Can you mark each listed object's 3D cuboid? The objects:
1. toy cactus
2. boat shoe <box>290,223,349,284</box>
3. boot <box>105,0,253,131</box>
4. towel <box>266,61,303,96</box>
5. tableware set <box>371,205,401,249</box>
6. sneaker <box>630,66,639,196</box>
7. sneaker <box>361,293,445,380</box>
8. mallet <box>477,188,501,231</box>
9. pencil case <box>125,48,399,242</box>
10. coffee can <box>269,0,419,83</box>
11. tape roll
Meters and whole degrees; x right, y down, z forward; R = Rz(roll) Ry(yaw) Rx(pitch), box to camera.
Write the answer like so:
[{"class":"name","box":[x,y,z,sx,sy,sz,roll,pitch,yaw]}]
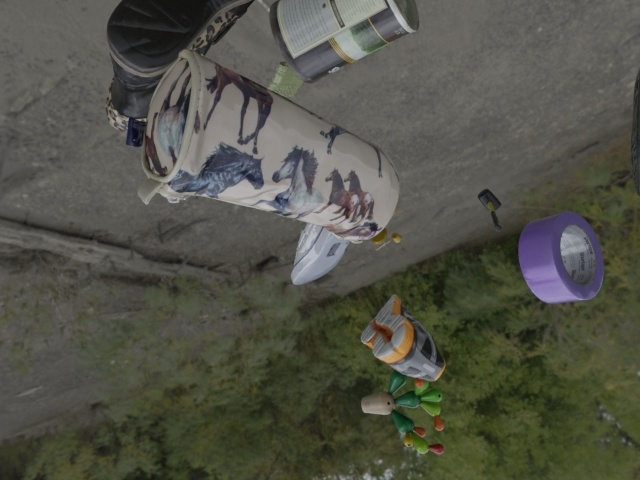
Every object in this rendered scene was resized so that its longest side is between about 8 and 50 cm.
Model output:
[{"class":"toy cactus","box":[0.176,0.357,1.130,0.180,0.219,0.112,-14,174,22]},{"class":"boat shoe","box":[0.000,0.000,1.056,0.095,0.084,0.258,-7,150,-35]},{"class":"boot","box":[-0.232,-0.359,0.895,0.377,0.138,0.284,-60,-165,-26]},{"class":"towel","box":[-0.090,-0.447,1.435,0.148,0.027,0.110,-28,158,-55]},{"class":"tableware set","box":[0.160,-0.052,1.324,0.104,0.154,0.024,-36,142,17]},{"class":"sneaker","box":[0.581,-0.181,0.843,0.130,0.228,0.087,7,174,25]},{"class":"sneaker","box":[0.115,0.141,0.733,0.084,0.083,0.215,-55,-177,7]},{"class":"mallet","box":[0.453,-0.068,1.343,0.062,0.190,0.039,40,118,-20]},{"class":"pencil case","box":[-0.054,-0.104,0.743,0.410,0.160,0.184,15,110,-43]},{"class":"coffee can","box":[0.053,-0.503,1.160,0.275,0.202,0.201,-18,167,30]},{"class":"tape roll","box":[0.518,0.038,1.113,0.189,0.189,0.080,-9,174,-34]}]
